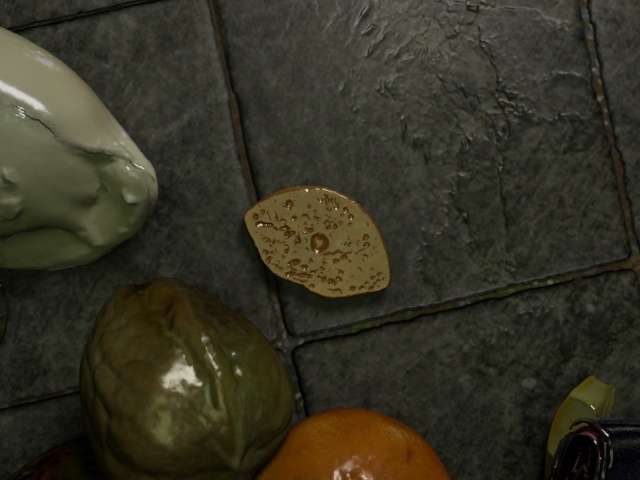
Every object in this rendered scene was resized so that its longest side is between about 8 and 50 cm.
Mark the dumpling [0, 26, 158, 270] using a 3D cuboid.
[{"bbox_3d":[-0.405,-0.097,0.766,0.394,0.233,0.316,24,123,-15],"label":"dumpling"}]

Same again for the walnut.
[{"bbox_3d":[-0.164,0.177,0.725,0.227,0.283,0.283,-16,92,-30],"label":"walnut"}]

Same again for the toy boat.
[{"bbox_3d":[0.347,0.266,0.830,0.065,0.066,0.172,25,94,42],"label":"toy boat"}]

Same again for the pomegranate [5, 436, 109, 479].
[{"bbox_3d":[-0.267,0.378,0.736,0.286,0.231,0.231,41,90,-1],"label":"pomegranate"}]

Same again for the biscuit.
[{"bbox_3d":[0.000,0.000,0.832,0.220,0.029,0.142,22,92,-1],"label":"biscuit"}]

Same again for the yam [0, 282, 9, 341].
[{"bbox_3d":[-0.502,0.125,0.701,0.167,0.304,0.168,0,101,1],"label":"yam"}]

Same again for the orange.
[{"bbox_3d":[0.036,0.335,0.741,0.260,0.261,0.261,0,91,-1],"label":"orange"}]

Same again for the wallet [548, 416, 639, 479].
[{"bbox_3d":[0.371,0.352,0.789,0.220,0.071,0.263,11,95,-37],"label":"wallet"}]
